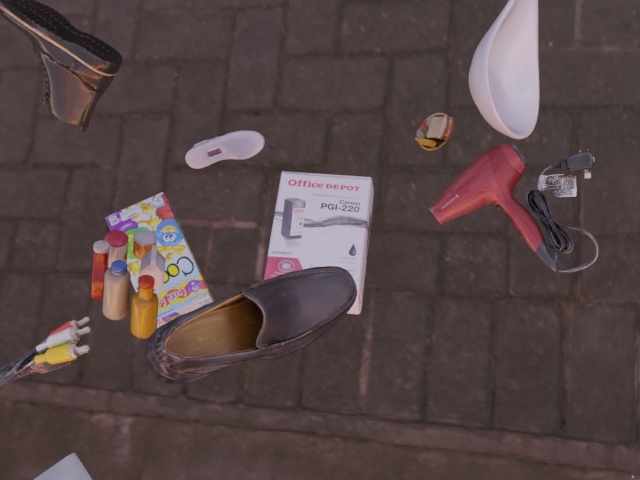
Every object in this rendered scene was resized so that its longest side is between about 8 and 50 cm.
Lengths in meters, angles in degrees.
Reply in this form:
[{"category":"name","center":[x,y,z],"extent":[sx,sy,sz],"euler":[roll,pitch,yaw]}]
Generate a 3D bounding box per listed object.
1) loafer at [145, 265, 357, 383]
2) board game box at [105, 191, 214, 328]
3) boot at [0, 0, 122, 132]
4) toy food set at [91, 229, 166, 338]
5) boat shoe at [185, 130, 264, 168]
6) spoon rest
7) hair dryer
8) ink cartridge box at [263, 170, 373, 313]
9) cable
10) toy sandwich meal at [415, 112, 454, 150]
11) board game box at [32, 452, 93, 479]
[{"category":"loafer","center":[-0.045,0.061,0.671],"extent":[0.170,0.061,0.062],"euler":[-24,83,-17]},{"category":"board game box","center":[-0.344,0.060,1.974],"extent":[0.144,0.142,0.275],"euler":[-25,67,-7]},{"category":"boot","center":[-0.407,-0.260,1.334],"extent":[0.198,0.077,0.137],"euler":[34,119,2]},{"category":"toy food set","center":[-0.300,0.037,1.417],"extent":[0.111,0.104,0.232],"euler":[6,36,-9]},{"category":"boat shoe","center":[-0.113,-0.114,1.085],"extent":[0.100,0.035,0.035],"euler":[-16,28,16]},{"category":"spoon rest","center":[0.231,-0.262,1.126],"extent":[0.084,0.137,0.276],"euler":[-14,76,39]},{"category":"hair dryer","center":[0.336,-0.064,1.579],"extent":[0.294,0.080,0.223],"euler":[2,73,19]},{"category":"ink cartridge box","center":[0.000,0.000,1.486],"extent":[0.159,0.092,0.217],"euler":[4,58,5]},{"category":"cable","center":[-0.566,0.223,1.724],"extent":[0.287,0.072,0.139],"euler":[-19,29,-2]},{"category":"toy sandwich meal","center":[0.214,-0.208,1.702],"extent":[0.086,0.029,0.085],"euler":[-19,60,36]},{"category":"board game box","center":[-0.155,0.366,0.790],"extent":[0.097,0.303,0.224],"euler":[-33,41,-18]}]
